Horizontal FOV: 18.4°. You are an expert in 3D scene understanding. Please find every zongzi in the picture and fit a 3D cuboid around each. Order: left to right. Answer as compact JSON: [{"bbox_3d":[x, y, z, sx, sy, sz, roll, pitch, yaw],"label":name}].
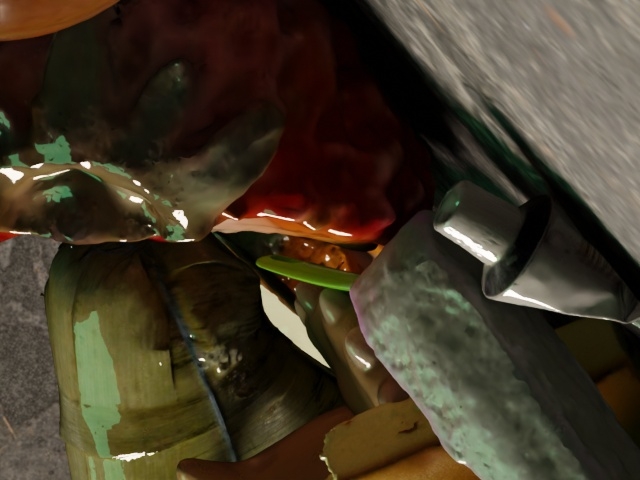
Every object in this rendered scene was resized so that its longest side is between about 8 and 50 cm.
[{"bbox_3d":[-0.049,0.065,1.277,0.125,0.274,0.251,26,130,40],"label":"zongzi"}]

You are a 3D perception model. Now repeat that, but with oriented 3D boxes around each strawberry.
[{"bbox_3d":[-0.066,-0.068,0.996,0.265,0.149,0.336,0,178,17],"label":"strawberry"}]

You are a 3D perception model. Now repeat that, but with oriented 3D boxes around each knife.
[{"bbox_3d":[0.029,0.017,1.048,0.166,0.023,0.078,-1,173,42],"label":"knife"}]

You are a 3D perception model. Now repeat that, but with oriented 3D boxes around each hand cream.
[{"bbox_3d":[0.147,0.063,0.856,0.257,0.050,0.084,44,180,-10],"label":"hand cream"}]

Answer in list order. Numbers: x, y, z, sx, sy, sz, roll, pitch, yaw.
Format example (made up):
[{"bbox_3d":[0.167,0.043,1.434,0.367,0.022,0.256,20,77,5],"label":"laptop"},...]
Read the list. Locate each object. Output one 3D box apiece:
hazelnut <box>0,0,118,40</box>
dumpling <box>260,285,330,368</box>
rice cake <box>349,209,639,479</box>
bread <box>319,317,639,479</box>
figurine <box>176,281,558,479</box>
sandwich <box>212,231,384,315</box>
[{"bbox_3d":[-0.113,-0.145,0.611,0.182,0.182,0.182,46,176,4],"label":"hazelnut"},{"bbox_3d":[-0.042,0.040,1.555,0.318,0.187,0.243,37,180,-44],"label":"dumpling"},{"bbox_3d":[0.144,0.160,0.866,0.064,0.070,0.399,-18,-109,-54],"label":"rice cake"},{"bbox_3d":[0.061,0.110,0.987,0.088,0.226,0.049,49,-158,-49],"label":"bread"},{"bbox_3d":[0.024,0.103,1.125,0.177,0.247,0.173,-89,-18,-68],"label":"figurine"},{"bbox_3d":[-0.009,-0.009,1.332,0.212,0.109,0.292,49,175,-23],"label":"sandwich"}]
